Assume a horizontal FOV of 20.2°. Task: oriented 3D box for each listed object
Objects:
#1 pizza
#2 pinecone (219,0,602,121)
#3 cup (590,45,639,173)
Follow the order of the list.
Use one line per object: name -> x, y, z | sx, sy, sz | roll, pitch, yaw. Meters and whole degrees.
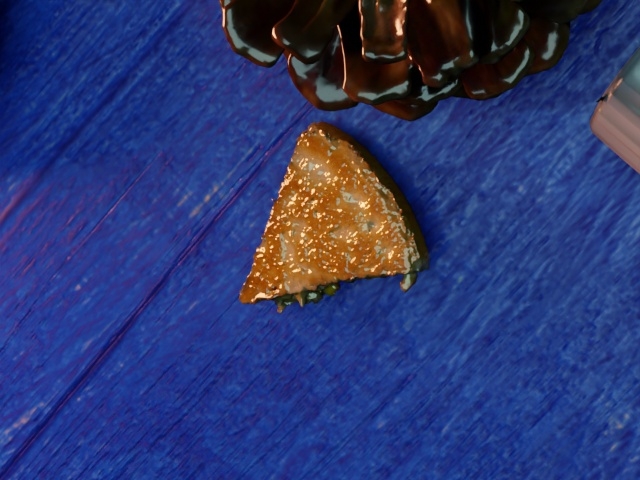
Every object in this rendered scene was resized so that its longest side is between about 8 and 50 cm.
pizza -> 0.000, 0.000, 1.737 | 0.199, 0.062, 0.188 | -39, 74, 21
pinecone -> 0.058, -0.284, 1.536 | 0.398, 0.398, 0.397 | 2, 97, 14
cup -> 0.361, -0.108, 1.558 | 0.202, 0.221, 0.167 | 39, 64, 11
